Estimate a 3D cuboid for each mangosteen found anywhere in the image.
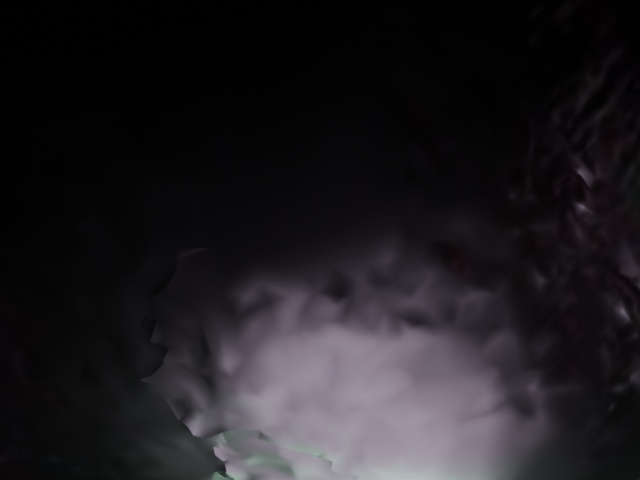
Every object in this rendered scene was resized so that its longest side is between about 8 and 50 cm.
[{"bbox_3d":[-0.049,-0.043,0.597,0.435,0.382,0.382,-19,172,32],"label":"mangosteen"}]
